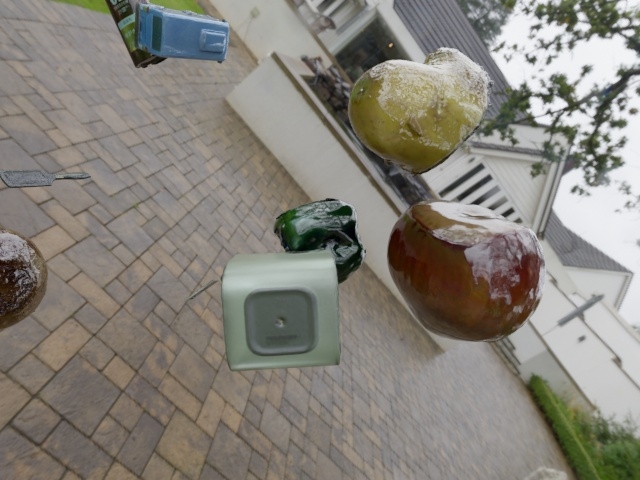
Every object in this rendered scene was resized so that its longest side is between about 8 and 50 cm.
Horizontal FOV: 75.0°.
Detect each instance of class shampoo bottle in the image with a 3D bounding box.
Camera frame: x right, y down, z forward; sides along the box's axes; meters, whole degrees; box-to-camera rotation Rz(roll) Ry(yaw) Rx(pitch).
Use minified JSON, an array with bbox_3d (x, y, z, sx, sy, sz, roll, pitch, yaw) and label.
[{"bbox_3d":[-0.558,-0.685,1.219,0.084,0.129,0.322,-53,125,-66],"label":"shampoo bottle"}]

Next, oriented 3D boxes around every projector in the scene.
[{"bbox_3d":[-0.085,0.157,0.998,0.248,0.250,0.247,-102,-171,-83],"label":"projector"}]

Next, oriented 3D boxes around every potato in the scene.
[{"bbox_3d":[0.246,-0.394,1.104,0.296,0.396,0.290,29,-2,-35],"label":"potato"}]

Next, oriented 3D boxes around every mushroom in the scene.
[{"bbox_3d":[-1.083,0.137,1.400,0.239,0.345,0.345,32,3,30],"label":"mushroom"}]

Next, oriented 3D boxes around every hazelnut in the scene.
[{"bbox_3d":[0.359,0.070,1.052,0.359,0.359,0.409,43,8,-33],"label":"hazelnut"}]

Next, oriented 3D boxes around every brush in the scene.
[{"bbox_3d":[-0.654,-0.153,1.004,0.063,0.016,0.193,46,30,18],"label":"brush"}]

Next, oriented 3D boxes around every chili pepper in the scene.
[{"bbox_3d":[0.000,0.000,1.245,0.233,0.257,0.248,-114,-173,-73],"label":"chili pepper"}]

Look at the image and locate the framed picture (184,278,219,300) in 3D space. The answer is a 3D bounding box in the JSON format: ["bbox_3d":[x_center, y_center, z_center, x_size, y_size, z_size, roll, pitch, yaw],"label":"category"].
[{"bbox_3d":[-0.511,0.213,1.803,0.011,0.149,0.109,54,-5,2],"label":"framed picture"}]

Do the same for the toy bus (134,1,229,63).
[{"bbox_3d":[-0.356,-0.545,1.108,0.134,0.116,0.234,29,31,25],"label":"toy bus"}]
